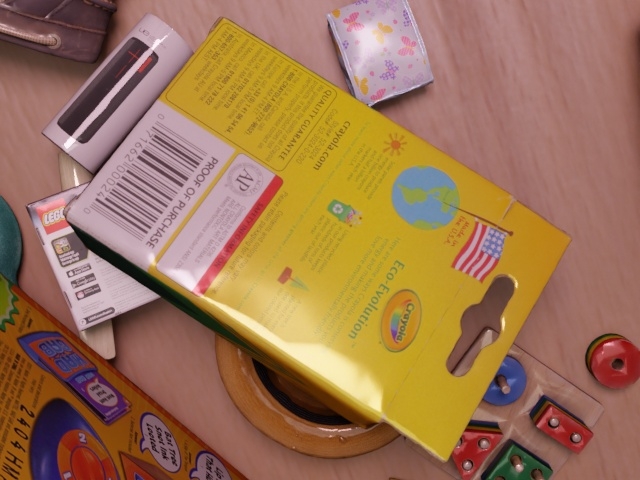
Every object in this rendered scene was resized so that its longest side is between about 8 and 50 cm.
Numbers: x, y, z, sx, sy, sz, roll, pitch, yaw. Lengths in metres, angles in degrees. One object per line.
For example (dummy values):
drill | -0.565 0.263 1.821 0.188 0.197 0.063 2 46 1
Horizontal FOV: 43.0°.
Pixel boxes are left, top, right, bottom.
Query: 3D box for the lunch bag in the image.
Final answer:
lunch bag | 0.049 -0.159 0.685 0.071 0.053 0.083 -22 87 3

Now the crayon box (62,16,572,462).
crayon box | 0.000 0.000 0.619 0.318 0.081 0.202 33 74 6

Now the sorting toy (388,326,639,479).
sorting toy | 0.161 0.177 0.731 0.132 0.046 0.274 35 98 -3

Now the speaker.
speaker | -0.168 -0.124 0.682 0.055 0.055 0.136 40 83 -4

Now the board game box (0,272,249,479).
board game box | -0.274 0.290 0.562 0.356 0.356 0.356 -41 112 7

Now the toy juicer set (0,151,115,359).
toy juicer set | -0.321 -0.030 0.709 0.329 0.089 0.209 15 80 -16

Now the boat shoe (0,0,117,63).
boat shoe | -0.341 -0.202 0.653 0.355 0.132 0.130 4 98 3

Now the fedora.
fedora | 0.006 0.090 0.707 0.194 0.079 0.194 0 99 0

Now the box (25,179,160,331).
box | -0.127 -0.016 0.692 0.207 0.036 0.114 -22 96 -11
